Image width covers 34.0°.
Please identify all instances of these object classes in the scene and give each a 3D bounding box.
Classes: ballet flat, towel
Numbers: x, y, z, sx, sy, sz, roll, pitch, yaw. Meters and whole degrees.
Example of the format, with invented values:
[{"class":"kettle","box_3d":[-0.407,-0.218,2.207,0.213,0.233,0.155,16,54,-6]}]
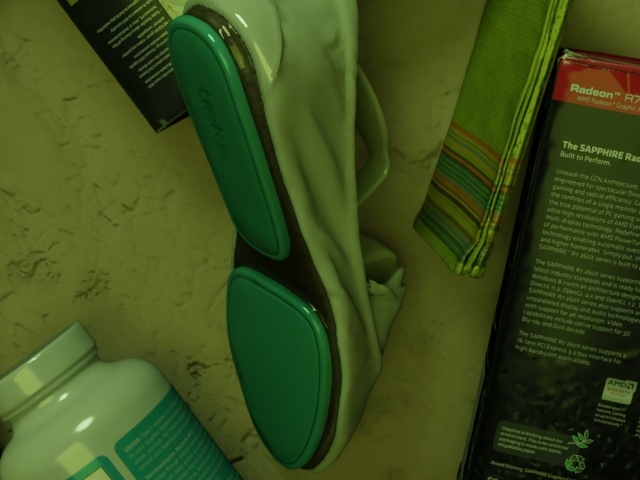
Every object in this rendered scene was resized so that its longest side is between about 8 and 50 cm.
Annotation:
[{"class":"ballet flat","box_3d":[0.000,0.000,0.730,0.139,0.139,0.400,-1,126,9]},{"class":"towel","box_3d":[0.117,-0.099,0.717,0.021,0.102,0.237,9,107,-22]}]

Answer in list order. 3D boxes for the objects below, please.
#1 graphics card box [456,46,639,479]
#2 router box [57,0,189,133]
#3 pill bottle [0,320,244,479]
[{"class":"graphics card box","box_3d":[0.240,0.065,0.742,0.233,0.094,0.370,10,105,6]},{"class":"router box","box_3d":[-0.057,-0.260,0.710,0.309,0.081,0.243,-33,97,15]},{"class":"pill bottle","box_3d":[-0.144,0.193,0.807,0.146,0.146,0.264,-33,97,15]}]
